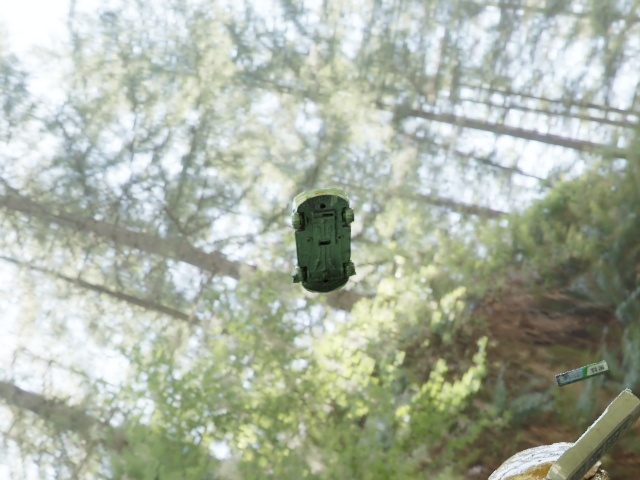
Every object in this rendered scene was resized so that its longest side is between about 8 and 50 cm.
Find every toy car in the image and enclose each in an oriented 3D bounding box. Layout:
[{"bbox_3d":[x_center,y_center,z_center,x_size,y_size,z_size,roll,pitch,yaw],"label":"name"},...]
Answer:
[{"bbox_3d":[0.000,0.000,1.435,0.058,0.093,0.186,-104,8,-45],"label":"toy car"}]

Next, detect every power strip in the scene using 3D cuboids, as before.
[{"bbox_3d":[0.549,0.408,2.046,0.286,0.048,0.080,-34,-42,-27],"label":"power strip"}]

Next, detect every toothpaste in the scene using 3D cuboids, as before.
[{"bbox_3d":[0.412,0.209,1.602,0.020,0.083,0.017,36,-143,-60],"label":"toothpaste"}]

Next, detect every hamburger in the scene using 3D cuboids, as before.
[{"bbox_3d":[0.502,0.538,2.269,0.283,0.260,0.144,0,-111,-64],"label":"hamburger"}]
